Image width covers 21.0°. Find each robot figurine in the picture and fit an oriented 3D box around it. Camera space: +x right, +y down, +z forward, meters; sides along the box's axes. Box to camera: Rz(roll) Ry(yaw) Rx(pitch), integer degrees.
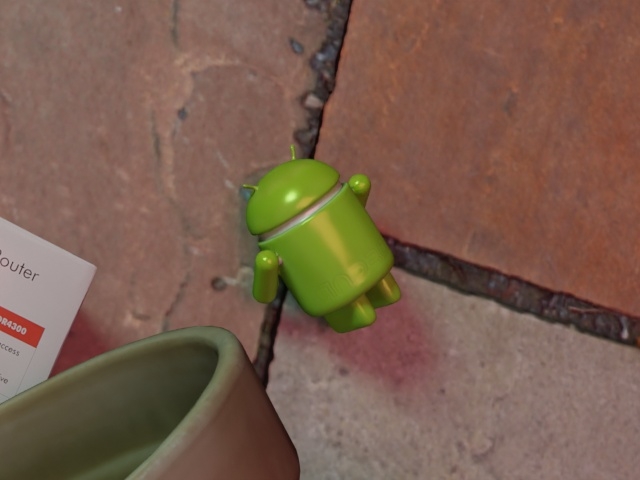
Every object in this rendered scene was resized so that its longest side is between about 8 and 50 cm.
[{"bbox_3d":[0.000,0.000,1.057,0.101,0.067,0.115,-41,102,-31],"label":"robot figurine"}]

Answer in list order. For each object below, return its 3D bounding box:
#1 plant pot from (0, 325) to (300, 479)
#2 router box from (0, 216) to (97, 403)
[{"bbox_3d":[-0.104,0.238,0.747,0.323,0.323,0.280,-37,103,-25],"label":"plant pot"},{"bbox_3d":[-0.325,0.077,0.876,0.335,0.082,0.301,29,72,-21],"label":"router box"}]
